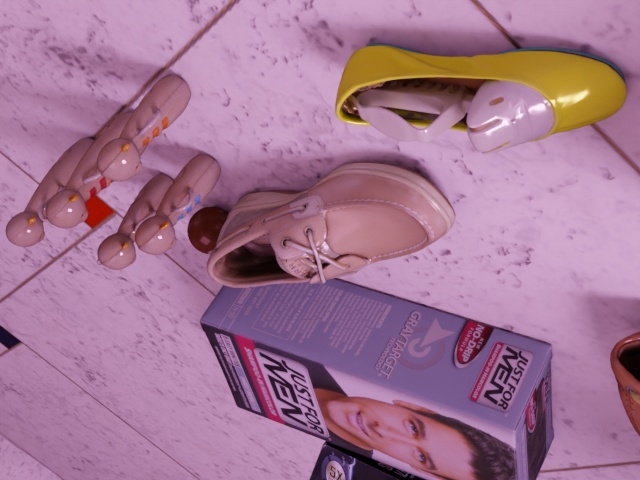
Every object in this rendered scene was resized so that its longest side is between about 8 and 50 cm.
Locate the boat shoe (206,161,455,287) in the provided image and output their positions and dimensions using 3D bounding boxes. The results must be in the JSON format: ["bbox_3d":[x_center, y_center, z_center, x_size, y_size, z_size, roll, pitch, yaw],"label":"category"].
[{"bbox_3d":[0.000,0.000,1.011,0.302,0.098,0.109,-6,132,47],"label":"boat shoe"}]

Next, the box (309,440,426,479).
[{"bbox_3d":[0.080,0.299,1.293,0.147,0.077,0.180,23,-172,16],"label":"box"}]

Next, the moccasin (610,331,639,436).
[{"bbox_3d":[0.411,0.126,0.801,0.380,0.139,0.147,12,153,47],"label":"moccasin"}]

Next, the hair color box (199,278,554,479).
[{"bbox_3d":[0.066,0.157,1.161,0.375,0.113,0.185,16,145,25],"label":"hair color box"}]

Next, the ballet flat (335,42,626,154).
[{"bbox_3d":[0.111,-0.103,0.785,0.231,0.077,0.077,11,143,31],"label":"ballet flat"}]

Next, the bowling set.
[{"bbox_3d":[-0.185,-0.028,1.084,0.200,0.154,0.287,42,148,-15],"label":"bowling set"}]
